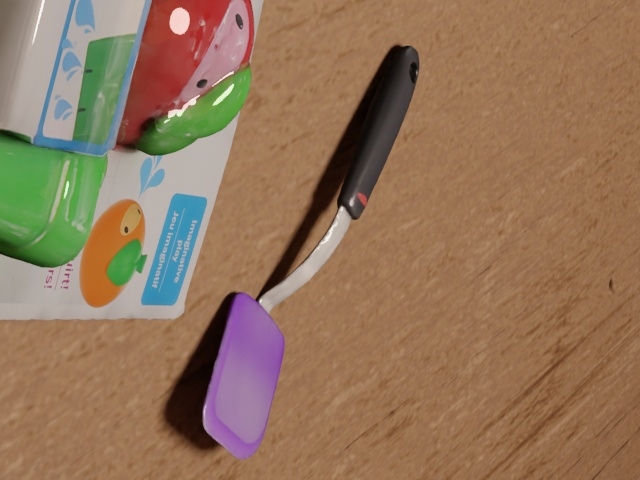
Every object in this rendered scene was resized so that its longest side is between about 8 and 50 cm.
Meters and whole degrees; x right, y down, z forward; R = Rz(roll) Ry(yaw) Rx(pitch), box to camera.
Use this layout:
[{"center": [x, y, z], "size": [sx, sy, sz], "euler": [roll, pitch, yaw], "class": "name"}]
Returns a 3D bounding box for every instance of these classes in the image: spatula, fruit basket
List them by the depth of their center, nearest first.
[{"center": [-0.096, -0.114, 0.739], "size": [0.353, 0.165, 0.327], "euler": [9, 98, -61], "class": "fruit basket"}, {"center": [0.000, 0.000, 1.060], "size": [0.296, 0.030, 0.084], "euler": [-61, 147, -17], "class": "spatula"}]
